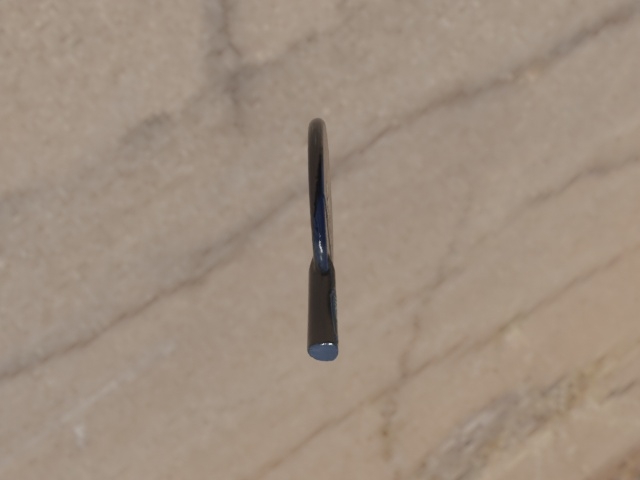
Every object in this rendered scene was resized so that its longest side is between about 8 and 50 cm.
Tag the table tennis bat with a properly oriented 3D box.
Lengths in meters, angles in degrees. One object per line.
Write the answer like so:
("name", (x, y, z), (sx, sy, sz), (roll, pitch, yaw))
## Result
("table tennis bat", (0.000, 0.000, 1.533), (0.027, 0.236, 0.150), (-3, 144, 3))
